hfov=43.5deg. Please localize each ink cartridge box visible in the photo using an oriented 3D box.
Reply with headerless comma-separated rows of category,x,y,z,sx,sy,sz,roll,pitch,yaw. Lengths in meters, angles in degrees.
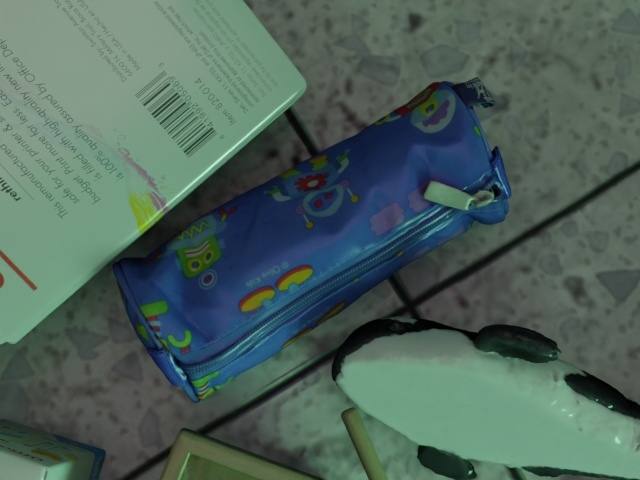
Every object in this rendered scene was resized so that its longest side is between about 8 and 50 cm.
ink cartridge box,-0.211,-0.074,0.589,0.353,0.119,0.207,-41,102,-6
ink cartridge box,-0.224,0.182,0.557,0.092,0.143,0.090,16,80,4

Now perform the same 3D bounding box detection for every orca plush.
orca plush,0.157,0.096,0.583,0.287,0.151,0.102,3,36,9

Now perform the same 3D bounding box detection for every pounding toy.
pounding toy,-0.019,0.205,0.580,0.205,0.094,0.181,21,76,-4

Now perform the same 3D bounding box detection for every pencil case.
pencil case,0.000,0.000,0.594,0.306,0.133,0.119,-30,118,-3
